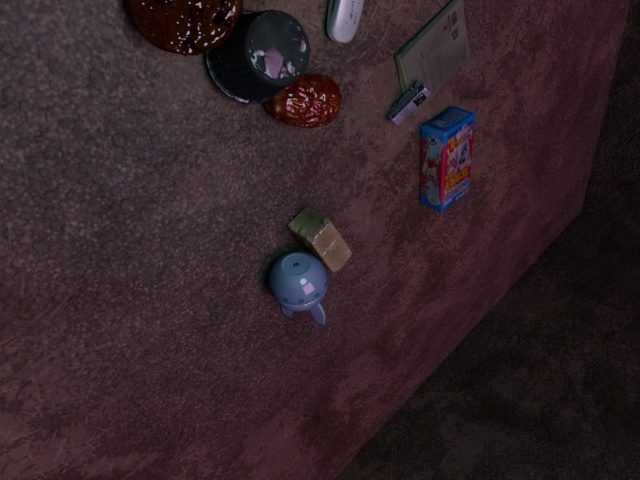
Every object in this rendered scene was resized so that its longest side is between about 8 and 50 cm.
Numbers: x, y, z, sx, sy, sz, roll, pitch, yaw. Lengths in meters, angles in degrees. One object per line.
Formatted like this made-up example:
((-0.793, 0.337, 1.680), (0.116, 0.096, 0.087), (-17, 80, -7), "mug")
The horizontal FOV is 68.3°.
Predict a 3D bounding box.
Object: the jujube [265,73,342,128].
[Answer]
((-0.038, -0.305, 1.030), (0.176, 0.109, 0.112), (-10, 87, -33), "jujube")

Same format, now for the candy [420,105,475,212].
((0.410, -0.258, 1.535), (0.157, 0.100, 0.306), (-35, 137, -27), "candy")

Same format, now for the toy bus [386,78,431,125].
((0.240, -0.374, 1.284), (0.130, 0.052, 0.037), (-42, 131, 19), "toy bus")

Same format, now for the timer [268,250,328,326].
((-0.049, 0.125, 1.283), (0.175, 0.175, 0.255), (-50, 158, -9), "timer")

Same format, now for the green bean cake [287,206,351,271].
((0.000, 0.000, 1.267), (0.085, 0.109, 0.179), (-48, 141, -11), "green bean cake")

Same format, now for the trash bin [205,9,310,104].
((-0.101, -0.336, 0.850), (0.175, 0.161, 0.176), (-8, 106, -28), "trash bin")

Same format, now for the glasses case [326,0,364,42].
((0.060, -0.531, 1.015), (0.076, 0.049, 0.197), (-10, 122, -42), "glasses case")

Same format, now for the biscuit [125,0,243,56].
((-0.220, -0.396, 0.758), (0.191, 0.049, 0.192), (-2, 98, -14), "biscuit")

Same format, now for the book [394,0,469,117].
((0.324, -0.515, 1.327), (0.283, 0.025, 0.215), (-45, 139, -16), "book")
